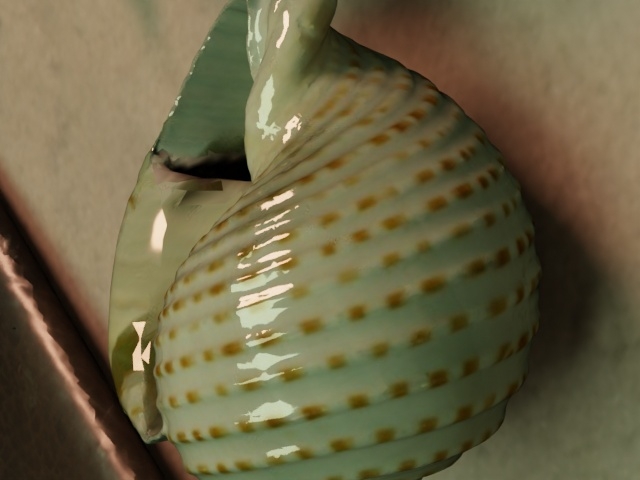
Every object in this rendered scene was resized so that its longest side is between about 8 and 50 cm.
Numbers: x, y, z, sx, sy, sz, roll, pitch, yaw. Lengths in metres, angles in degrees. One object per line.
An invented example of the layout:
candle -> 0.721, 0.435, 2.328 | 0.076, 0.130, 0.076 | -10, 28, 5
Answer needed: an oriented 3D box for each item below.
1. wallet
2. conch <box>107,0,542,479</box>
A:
wallet -> -0.162, 0.082, 0.867 | 0.321, 0.044, 0.170 | 55, 132, 25
conch -> 0.009, 0.005, 0.610 | 0.172, 0.131, 0.200 | 170, 117, -71
